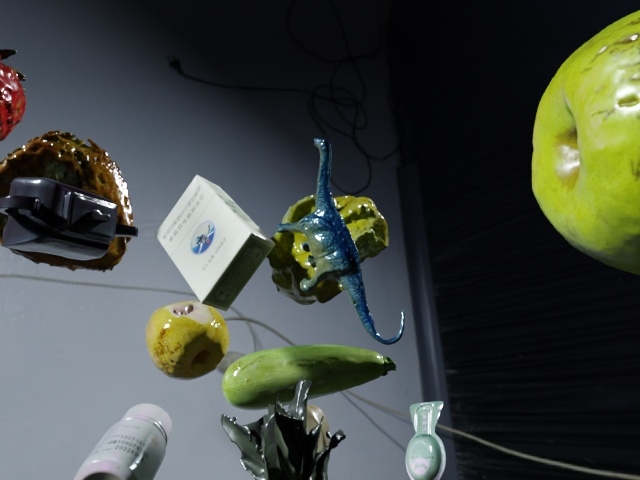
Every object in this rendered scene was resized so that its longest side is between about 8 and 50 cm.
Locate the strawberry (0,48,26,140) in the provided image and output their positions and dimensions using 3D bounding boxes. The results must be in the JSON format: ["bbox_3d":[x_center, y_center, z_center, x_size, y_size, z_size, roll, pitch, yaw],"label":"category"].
[{"bbox_3d":[-0.325,-0.127,0.435,0.131,0.131,0.148,35,42,-19],"label":"strawberry"}]

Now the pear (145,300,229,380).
[{"bbox_3d":[-0.430,0.310,1.682,0.270,0.271,0.272,11,69,-30],"label":"pear"}]

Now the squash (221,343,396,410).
[{"bbox_3d":[-0.023,0.275,1.108,0.370,0.118,0.119,-8,78,-12],"label":"squash"}]

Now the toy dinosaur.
[{"bbox_3d":[0.016,0.015,0.890,0.076,0.147,0.363,-9,76,-53],"label":"toy dinosaur"}]

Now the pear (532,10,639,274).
[{"bbox_3d":[0.490,-0.128,0.693,0.390,0.391,0.392,11,69,-30],"label":"pear"}]

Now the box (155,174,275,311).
[{"bbox_3d":[-0.218,-0.002,1.048,0.164,0.256,0.069,-53,137,6],"label":"box"}]

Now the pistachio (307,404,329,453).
[{"bbox_3d":[-0.047,0.658,1.668,0.166,0.197,0.288,-8,107,-42],"label":"pistachio"}]

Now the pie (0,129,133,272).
[{"bbox_3d":[-0.526,-0.074,1.060,0.308,0.085,0.309,5,80,-30],"label":"pie"}]

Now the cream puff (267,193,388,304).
[{"bbox_3d":[0.001,0.000,1.091,0.185,0.281,0.282,52,55,-12],"label":"cream puff"}]

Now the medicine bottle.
[{"bbox_3d":[-0.152,0.171,0.414,0.052,0.089,0.052,0,103,2],"label":"medicine bottle"}]

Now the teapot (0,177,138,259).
[{"bbox_3d":[-0.305,-0.026,0.653,0.177,0.096,0.087,23,67,-61],"label":"teapot"}]

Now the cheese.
[{"bbox_3d":[0.148,0.290,0.742,0.026,0.067,0.121,32,52,-35],"label":"cheese"}]

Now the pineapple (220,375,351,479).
[{"bbox_3d":[0.011,0.309,0.549,0.165,0.166,0.364,-22,58,-36],"label":"pineapple"}]
